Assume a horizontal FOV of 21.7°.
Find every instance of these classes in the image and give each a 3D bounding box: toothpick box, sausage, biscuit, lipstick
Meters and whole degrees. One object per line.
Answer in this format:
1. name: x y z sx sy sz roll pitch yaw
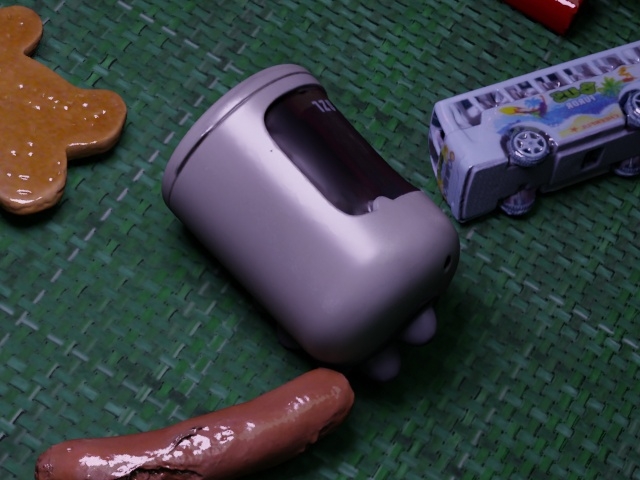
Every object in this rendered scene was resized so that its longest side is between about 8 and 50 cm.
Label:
1. toothpick box: 0.000 0.000 1.732 0.229 0.229 0.316 -35 73 -26
2. sausage: -0.119 0.204 1.653 0.327 0.079 0.087 -15 64 -17
3. biscuit: -0.379 -0.173 1.848 0.340 0.047 0.216 35 57 13
4. lipstick: 0.198 -0.348 2.044 0.280 0.073 0.073 32 59 10

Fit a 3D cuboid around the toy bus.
1. toy bus: 0.278 -0.131 1.913 0.330 0.109 0.136 -18 55 -20
